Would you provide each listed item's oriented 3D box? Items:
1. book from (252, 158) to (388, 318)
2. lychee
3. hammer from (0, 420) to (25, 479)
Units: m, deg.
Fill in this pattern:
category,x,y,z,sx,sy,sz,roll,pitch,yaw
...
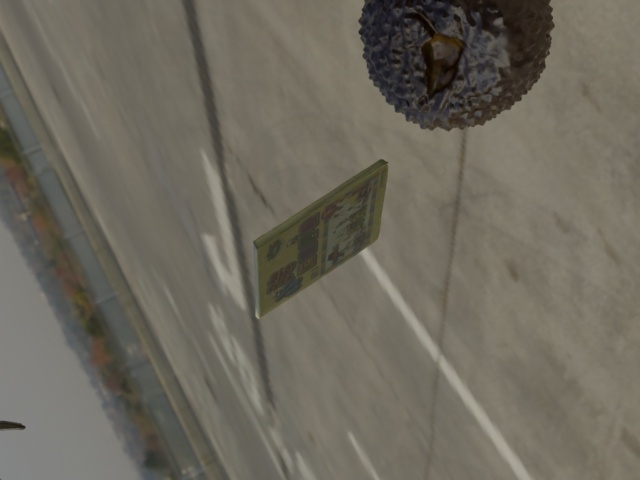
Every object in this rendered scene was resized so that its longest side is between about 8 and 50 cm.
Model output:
category,x,y,z,sx,sy,sz,roll,pitch,yaw
book,0.000,0.000,1.223,0.013,0.192,0.168,47,157,24
lychee,0.178,-0.280,1.369,0.267,0.268,0.267,59,166,24
hammer,-0.325,0.399,1.318,0.440,0.168,0.044,49,158,-19
